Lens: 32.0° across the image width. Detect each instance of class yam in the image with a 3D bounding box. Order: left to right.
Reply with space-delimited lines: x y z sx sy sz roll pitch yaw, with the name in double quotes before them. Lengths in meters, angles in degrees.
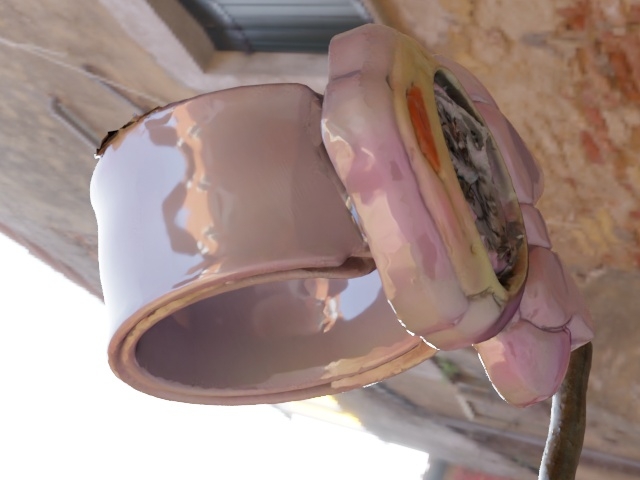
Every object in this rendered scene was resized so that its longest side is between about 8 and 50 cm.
"yam" 0.149 0.161 0.709 0.029 0.027 0.234 91 -165 -56

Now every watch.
"watch" 0.000 0.000 0.614 0.248 0.217 0.211 30 -136 -56
